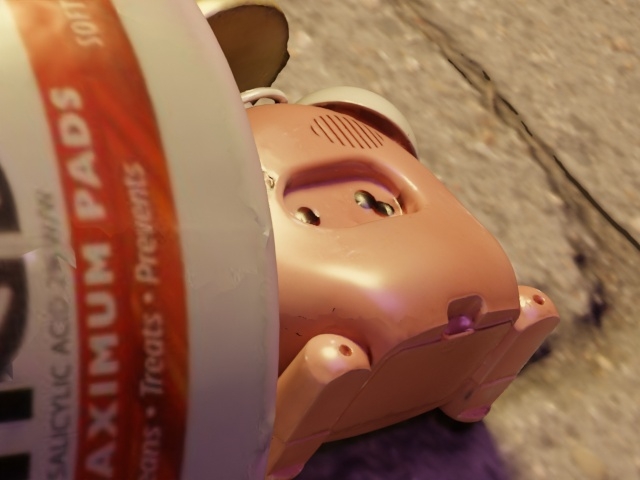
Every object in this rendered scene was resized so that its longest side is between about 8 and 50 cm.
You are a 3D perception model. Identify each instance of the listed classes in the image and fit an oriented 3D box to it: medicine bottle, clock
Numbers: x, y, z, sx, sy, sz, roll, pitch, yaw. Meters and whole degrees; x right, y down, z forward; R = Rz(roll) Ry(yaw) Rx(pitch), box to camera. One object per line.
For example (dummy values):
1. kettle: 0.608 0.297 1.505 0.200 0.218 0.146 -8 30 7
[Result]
1. medicine bottle: -0.172 0.024 0.536 0.241 0.252 0.252 -4 53 -36
2. clock: 0.000 0.000 0.808 0.166 0.092 0.162 -13 56 -41

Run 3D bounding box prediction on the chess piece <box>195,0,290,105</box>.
1. chess piece: -0.100 -0.119 0.868 0.094 0.094 0.170 -18 55 -44
